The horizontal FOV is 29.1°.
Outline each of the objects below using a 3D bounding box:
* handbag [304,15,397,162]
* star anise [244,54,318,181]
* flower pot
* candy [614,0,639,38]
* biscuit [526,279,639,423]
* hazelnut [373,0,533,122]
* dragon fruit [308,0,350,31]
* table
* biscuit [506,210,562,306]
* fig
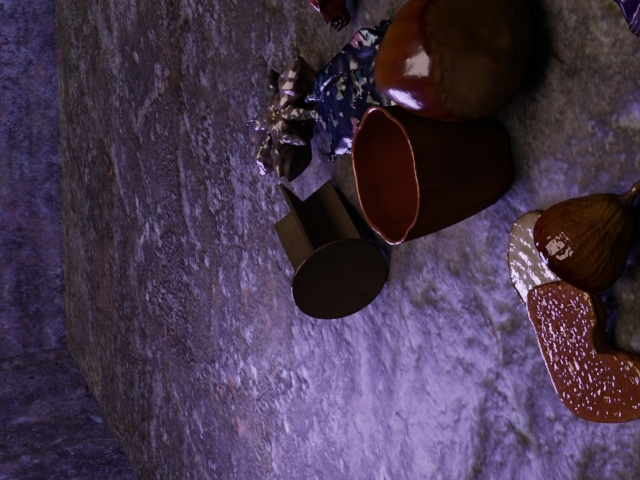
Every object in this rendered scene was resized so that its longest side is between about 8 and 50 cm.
[{"bbox_3d":[0.071,-0.228,1.896,0.260,0.113,0.162,-38,72,61],"label":"handbag"},{"bbox_3d":[-0.061,-0.221,2.180,0.236,0.093,0.229,-61,37,39],"label":"star anise"},{"bbox_3d":[0.157,-0.100,1.692,0.190,0.173,0.191,32,127,56],"label":"flower pot"},{"bbox_3d":[0.315,-0.358,1.382,0.275,0.070,0.145,61,143,41],"label":"candy"},{"bbox_3d":[0.343,0.135,1.543,0.186,0.036,0.192,-23,86,63],"label":"biscuit"},{"bbox_3d":[0.178,-0.243,1.596,0.186,0.210,0.210,34,139,14],"label":"hazelnut"},{"bbox_3d":[0.008,-0.411,1.967,0.138,0.142,0.175,39,128,-4],"label":"dragon fruit"},{"bbox_3d":[0.000,0.000,2.110,0.227,0.167,0.167,-116,28,-48],"label":"table"},{"bbox_3d":[0.292,0.032,1.640,0.152,0.020,0.152,36,132,55],"label":"biscuit"},{"bbox_3d":[0.320,-0.019,1.475,0.119,0.119,0.153,29,99,59],"label":"fig"}]
